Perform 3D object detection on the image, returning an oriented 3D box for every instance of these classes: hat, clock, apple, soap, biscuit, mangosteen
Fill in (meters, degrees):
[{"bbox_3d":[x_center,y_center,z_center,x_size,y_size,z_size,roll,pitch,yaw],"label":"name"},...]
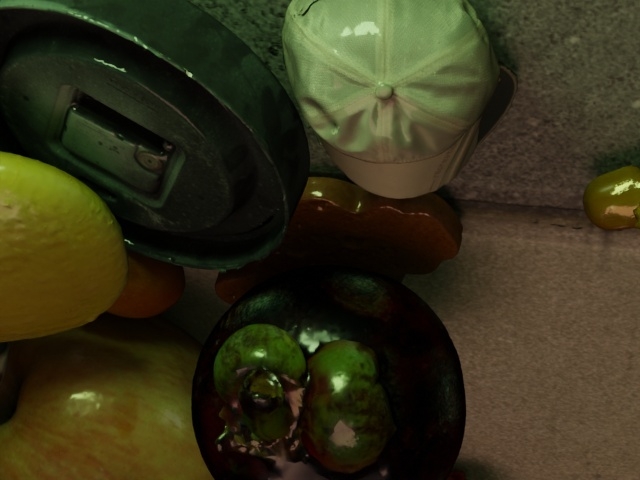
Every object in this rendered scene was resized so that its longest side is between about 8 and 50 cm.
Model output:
[{"bbox_3d":[0.062,-0.128,1.461,0.232,0.161,0.275,11,148,8],"label":"hat"},{"bbox_3d":[-0.190,-0.117,1.537,0.386,0.076,0.386,21,149,14],"label":"clock"},{"bbox_3d":[-0.280,0.258,1.892,0.391,0.391,0.346,-21,132,37],"label":"apple"},{"bbox_3d":[-0.410,0.014,1.576,0.427,0.115,0.306,-3,140,6],"label":"soap"},{"bbox_3d":[0.000,0.000,1.741,0.334,0.047,0.202,-10,140,30],"label":"biscuit"},{"bbox_3d":[0.000,0.185,1.664,0.306,0.359,0.306,3,104,14],"label":"mangosteen"}]

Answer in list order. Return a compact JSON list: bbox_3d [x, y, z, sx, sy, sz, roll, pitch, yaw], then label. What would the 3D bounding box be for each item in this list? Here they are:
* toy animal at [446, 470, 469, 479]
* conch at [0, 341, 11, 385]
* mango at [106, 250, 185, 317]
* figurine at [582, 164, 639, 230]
[{"bbox_3d":[0.143,0.381,2.127,0.197,0.171,0.171,26,142,-12],"label":"toy animal"},{"bbox_3d":[-0.481,0.162,1.756,0.275,0.183,0.149,10,103,22],"label":"conch"},{"bbox_3d":[-0.260,0.003,1.746,0.253,0.138,0.113,34,109,-20],"label":"mango"},{"bbox_3d":[0.335,-0.041,1.521,0.176,0.122,0.121,-11,105,38],"label":"figurine"}]
